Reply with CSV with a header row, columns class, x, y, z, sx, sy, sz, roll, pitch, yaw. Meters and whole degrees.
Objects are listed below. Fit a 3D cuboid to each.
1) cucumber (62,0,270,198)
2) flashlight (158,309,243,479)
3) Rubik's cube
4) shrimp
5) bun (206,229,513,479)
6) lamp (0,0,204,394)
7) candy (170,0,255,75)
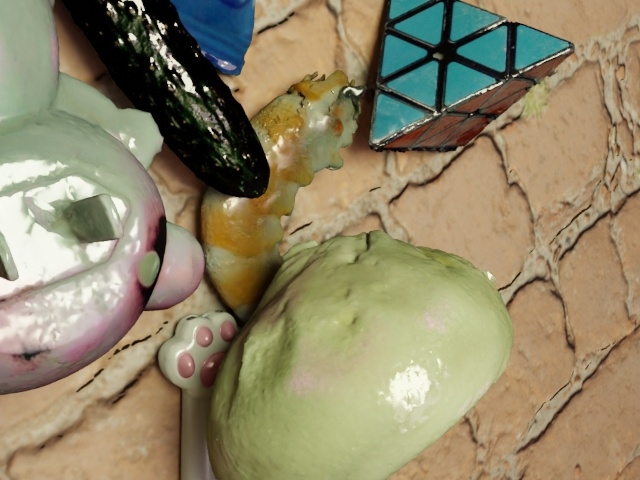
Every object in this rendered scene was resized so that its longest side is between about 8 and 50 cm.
class,x,y,z,sx,sy,sz,roll,pitch,yaw
cucumber,-0.131,-0.151,0.526,0.081,0.072,0.303,-30,114,-4
flashlight,-0.101,0.166,0.654,0.093,0.047,0.200,-7,100,-40
Rubik's cube,0.116,-0.189,0.759,0.211,0.190,0.178,-24,77,-1
shrimp,-0.027,-0.004,0.673,0.185,0.068,0.287,-21,111,-31
bun,0.011,0.091,0.581,0.283,0.283,0.179,-38,86,-27
lamp,-0.205,-0.051,0.431,0.247,0.247,0.301,-25,103,-35
candy,-0.086,-0.322,0.576,0.187,0.077,0.331,20,90,-34
